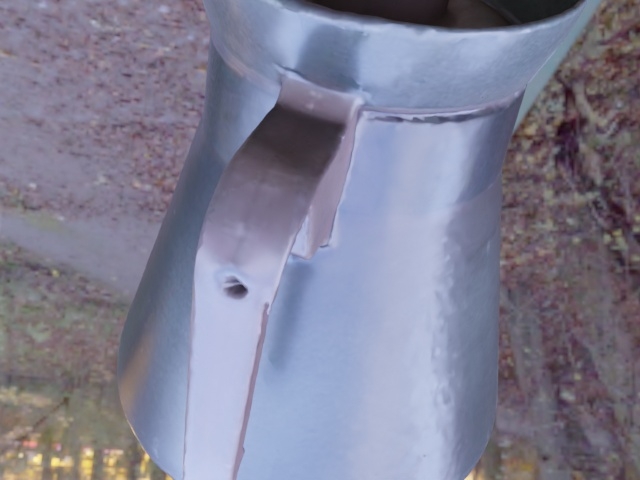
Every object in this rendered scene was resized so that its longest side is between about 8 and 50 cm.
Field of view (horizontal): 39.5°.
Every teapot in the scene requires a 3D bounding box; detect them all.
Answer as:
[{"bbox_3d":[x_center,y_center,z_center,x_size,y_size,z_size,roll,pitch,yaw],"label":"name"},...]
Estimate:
[{"bbox_3d":[0.000,0.000,0.507,0.253,0.300,0.344,16,128,10],"label":"teapot"}]
